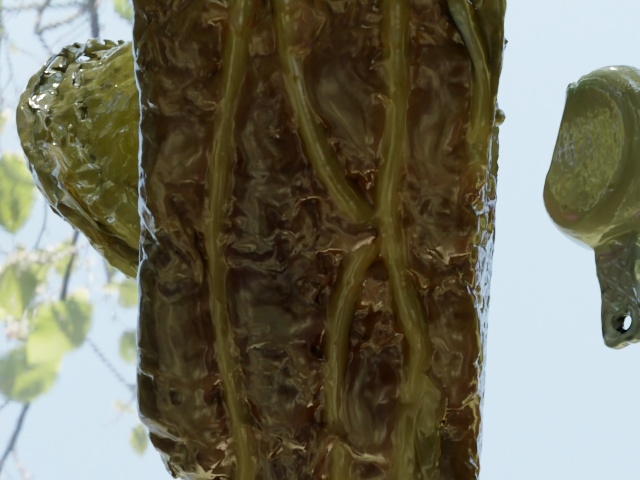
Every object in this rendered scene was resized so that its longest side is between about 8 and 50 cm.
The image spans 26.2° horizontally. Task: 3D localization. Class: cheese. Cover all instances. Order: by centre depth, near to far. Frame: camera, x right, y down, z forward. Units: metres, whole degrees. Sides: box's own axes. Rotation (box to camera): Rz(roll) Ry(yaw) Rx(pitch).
[{"bbox_3d":[0.172,-0.020,0.823,0.047,0.092,0.171,14,-98,-29],"label":"cheese"}]

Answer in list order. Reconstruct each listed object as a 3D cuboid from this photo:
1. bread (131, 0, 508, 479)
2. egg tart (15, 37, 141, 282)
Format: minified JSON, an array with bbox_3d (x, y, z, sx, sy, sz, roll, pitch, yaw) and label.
[{"bbox_3d":[0.000,0.000,0.691,0.184,0.114,0.275,6,-70,12],"label":"bread"},{"bbox_3d":[-0.058,-0.063,0.965,0.315,0.315,0.120,24,-58,-15],"label":"egg tart"}]
